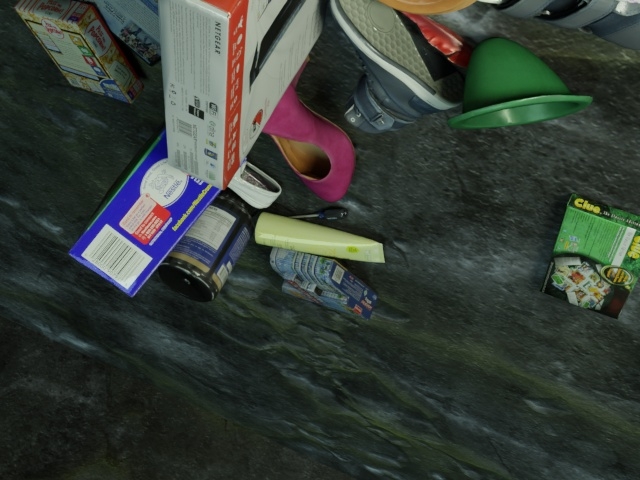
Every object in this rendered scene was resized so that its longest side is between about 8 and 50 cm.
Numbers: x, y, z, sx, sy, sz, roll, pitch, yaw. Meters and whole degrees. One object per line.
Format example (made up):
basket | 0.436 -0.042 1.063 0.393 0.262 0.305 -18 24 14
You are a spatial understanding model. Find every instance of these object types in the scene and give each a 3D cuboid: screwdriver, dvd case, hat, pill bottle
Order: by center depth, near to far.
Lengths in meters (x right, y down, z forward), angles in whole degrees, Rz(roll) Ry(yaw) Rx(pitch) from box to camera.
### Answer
hat | 0.224 -0.243 1.207 0.208 0.184 0.173 -6 177 -28
dvd case | -0.262 -0.361 1.454 0.180 0.022 0.253 40 150 -23
screwdriver | -0.011 -0.046 1.762 0.025 0.024 0.169 12 171 -42
pill bottle | -0.197 -0.006 1.783 0.122 0.219 0.123 22 152 13

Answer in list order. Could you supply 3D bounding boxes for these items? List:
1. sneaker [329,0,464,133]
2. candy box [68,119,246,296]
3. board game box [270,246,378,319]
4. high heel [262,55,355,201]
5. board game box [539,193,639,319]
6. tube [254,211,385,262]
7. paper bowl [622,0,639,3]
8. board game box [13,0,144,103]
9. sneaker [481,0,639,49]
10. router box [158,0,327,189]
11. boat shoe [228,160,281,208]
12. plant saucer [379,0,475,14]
sneaker | 0.061 -0.233 1.304 0.226 0.086 0.163 40 148 -24
candy box | -0.228 -0.094 1.469 0.122 0.268 0.317 39 -168 -12
board game box | -0.016 0.079 1.900 0.194 0.060 0.194 12 164 35
high heel | -0.055 -0.139 1.467 0.127 0.181 0.377 12 148 29
board game box | 0.422 0.031 1.486 0.136 0.030 0.260 23 152 15
tube | 0.000 0.000 1.785 0.240 0.070 0.062 12 111 10
paper bowl | 0.285 -0.353 0.825 0.284 0.148 0.284 21 151 12
board game box | -0.394 -0.316 1.598 0.146 0.045 0.193 20 156 28
sneaker | 0.234 -0.281 1.015 0.321 0.127 0.126 35 159 -14
router box | -0.077 -0.270 1.136 0.082 0.301 0.335 25 153 7
boat shoe | -0.150 -0.124 1.715 0.184 0.066 0.063 40 137 -16
plant saucer | 0.108 -0.332 1.116 0.199 0.037 0.200 15 147 10
